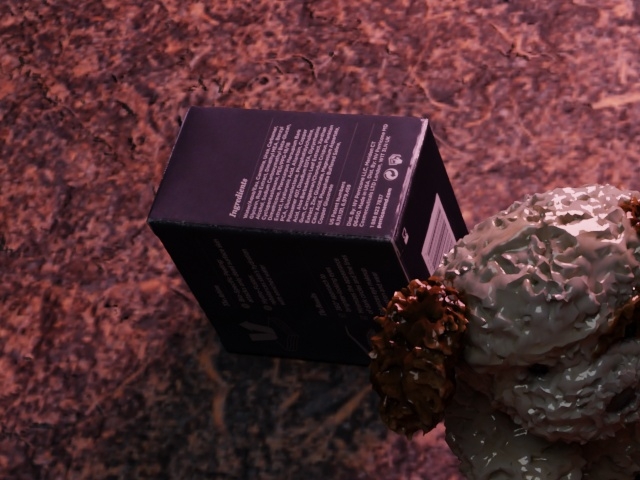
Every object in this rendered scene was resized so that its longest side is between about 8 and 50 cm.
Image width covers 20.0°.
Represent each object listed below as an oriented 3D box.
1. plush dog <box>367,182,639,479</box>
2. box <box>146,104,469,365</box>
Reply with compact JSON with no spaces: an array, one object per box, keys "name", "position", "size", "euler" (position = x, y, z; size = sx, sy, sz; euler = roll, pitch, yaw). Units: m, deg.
[{"name":"plush dog","position":[0.142,0.053,0.992],"size":[0.262,0.225,0.210],"euler":[-27,54,-1]},{"name":"box","position":[0.000,0.000,1.116],"size":[0.158,0.156,0.093],"euler":[4,58,20]}]
